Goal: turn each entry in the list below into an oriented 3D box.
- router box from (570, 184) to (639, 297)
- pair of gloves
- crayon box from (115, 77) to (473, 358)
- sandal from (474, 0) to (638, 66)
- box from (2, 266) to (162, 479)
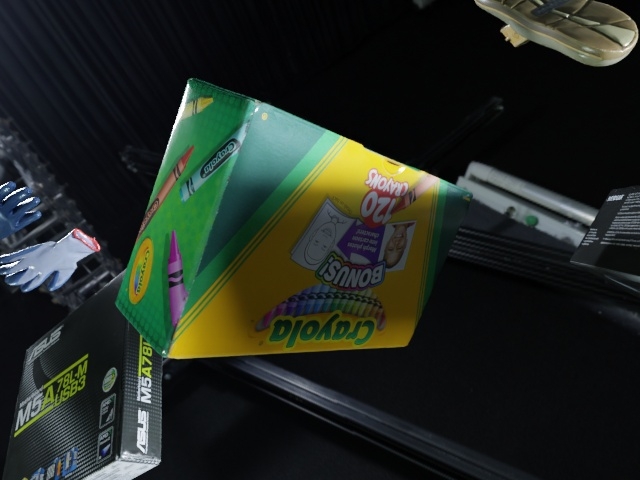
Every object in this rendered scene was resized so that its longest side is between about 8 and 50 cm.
[{"bbox_3d":[0.324,0.047,0.307,0.243,0.309,0.080,28,-84,7],"label":"router box"},{"bbox_3d":[-0.436,-0.002,0.749,0.159,0.198,0.023,-30,-140,10],"label":"pair of gloves"},{"bbox_3d":[0.000,0.000,0.422,0.081,0.279,0.165,30,-77,40],"label":"crayon box"},{"bbox_3d":[0.193,-0.191,0.452,0.072,0.049,0.180,-25,-129,-6],"label":"sandal"},{"bbox_3d":[-0.220,0.144,0.480,0.191,0.045,0.184,-34,-131,24],"label":"box"}]
